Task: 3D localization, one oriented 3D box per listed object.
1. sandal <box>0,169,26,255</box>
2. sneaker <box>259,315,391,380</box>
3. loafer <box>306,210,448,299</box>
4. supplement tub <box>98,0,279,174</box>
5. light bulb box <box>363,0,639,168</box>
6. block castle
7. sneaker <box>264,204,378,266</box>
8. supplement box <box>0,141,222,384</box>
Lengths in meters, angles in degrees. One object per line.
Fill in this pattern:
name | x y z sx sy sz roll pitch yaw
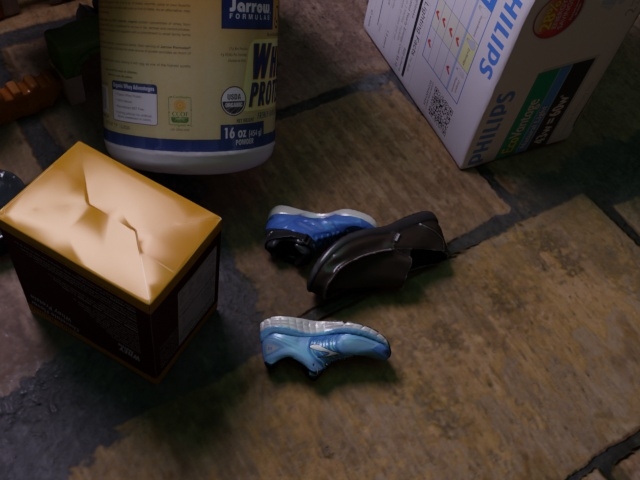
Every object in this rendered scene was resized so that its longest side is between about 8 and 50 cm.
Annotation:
sandal | -0.583 -0.025 0.828 0.446 0.107 0.167 -14 57 -18
sneaker | 0.005 0.137 0.858 0.162 0.063 0.073 5 71 -2
loafer | 0.084 0.027 0.926 0.220 0.080 0.078 -23 61 -24
supplement tub | -0.168 -0.259 0.909 0.229 0.316 0.228 3 18 -1
light bulb box | 0.264 -0.371 1.076 0.226 0.357 0.361 -17 60 -19
block castle | -0.401 -0.378 1.053 0.453 0.212 0.303 -28 64 -26
sneaker | 0.000 0.001 0.943 0.152 0.058 0.084 8 48 1
supplement box | -0.229 0.031 0.797 0.191 0.194 0.129 28 55 10
